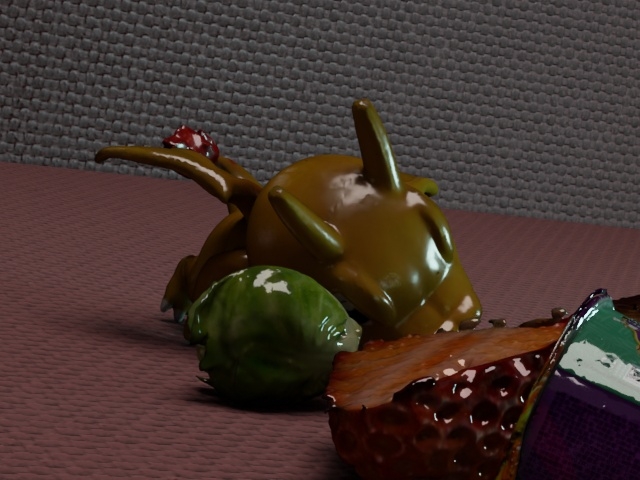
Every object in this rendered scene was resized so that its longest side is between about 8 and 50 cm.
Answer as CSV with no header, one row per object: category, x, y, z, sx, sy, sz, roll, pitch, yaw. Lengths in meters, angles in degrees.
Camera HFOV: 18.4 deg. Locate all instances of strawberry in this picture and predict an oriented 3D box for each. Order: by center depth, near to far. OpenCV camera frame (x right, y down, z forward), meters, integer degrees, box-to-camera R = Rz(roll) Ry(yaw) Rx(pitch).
strawberry,0.139,0.156,1.706,0.253,0.150,0.280,-10,8,7

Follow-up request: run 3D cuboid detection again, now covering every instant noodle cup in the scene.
instant noodle cup,0.233,0.181,1.322,0.190,0.251,0.251,21,11,19

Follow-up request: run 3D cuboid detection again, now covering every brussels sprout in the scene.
brussels sprout,-0.044,0.096,1.927,0.181,0.139,0.100,12,14,-11

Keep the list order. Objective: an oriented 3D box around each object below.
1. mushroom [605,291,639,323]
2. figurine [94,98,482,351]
mushroom,0.375,0.135,2.046,0.278,0.163,0.297,7,7,-17
figurine,-0.032,0.003,2.144,0.401,0.268,0.387,18,-10,-27
